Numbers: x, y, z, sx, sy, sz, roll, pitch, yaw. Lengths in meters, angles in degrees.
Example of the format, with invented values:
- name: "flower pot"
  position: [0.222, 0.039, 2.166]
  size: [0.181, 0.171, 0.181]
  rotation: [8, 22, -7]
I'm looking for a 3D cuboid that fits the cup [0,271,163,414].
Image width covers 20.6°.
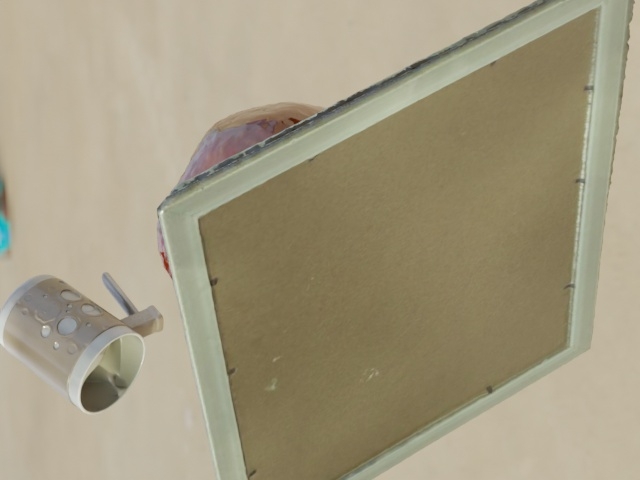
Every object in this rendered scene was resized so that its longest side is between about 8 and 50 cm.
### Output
- name: "cup"
  position: [-0.185, 0.066, 1.352]
  size: [0.099, 0.102, 0.074]
  rotation: [33, 164, 26]

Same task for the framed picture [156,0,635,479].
- name: "framed picture"
  position: [0.036, 0.018, 0.748]
  size: [0.017, 0.217, 0.274]
  rotation: [51, 159, 32]

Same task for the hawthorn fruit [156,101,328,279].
- name: "hawthorn fruit"
  position: [0.000, 0.000, 1.266]
  size: [0.253, 0.205, 0.205]
  rotation: [0, -95, -74]
